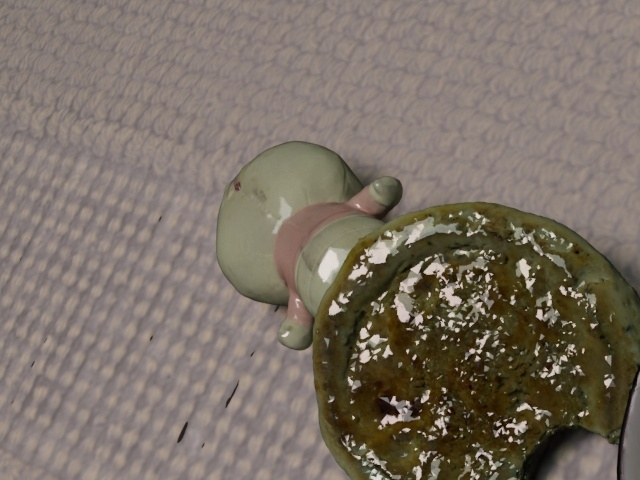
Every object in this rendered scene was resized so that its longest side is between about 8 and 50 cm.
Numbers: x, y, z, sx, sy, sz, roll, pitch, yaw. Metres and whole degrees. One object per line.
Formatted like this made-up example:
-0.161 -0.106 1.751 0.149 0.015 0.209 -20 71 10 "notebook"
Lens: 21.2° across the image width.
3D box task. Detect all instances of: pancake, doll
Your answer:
0.106 0.089 1.199 0.254 0.037 0.253 -2 84 18 "pancake"
-0.006 -0.003 1.352 0.155 0.113 0.275 -54 45 5 "doll"

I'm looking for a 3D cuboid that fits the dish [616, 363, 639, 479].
0.333 0.128 1.005 0.316 0.106 0.316 -22 53 32 "dish"
